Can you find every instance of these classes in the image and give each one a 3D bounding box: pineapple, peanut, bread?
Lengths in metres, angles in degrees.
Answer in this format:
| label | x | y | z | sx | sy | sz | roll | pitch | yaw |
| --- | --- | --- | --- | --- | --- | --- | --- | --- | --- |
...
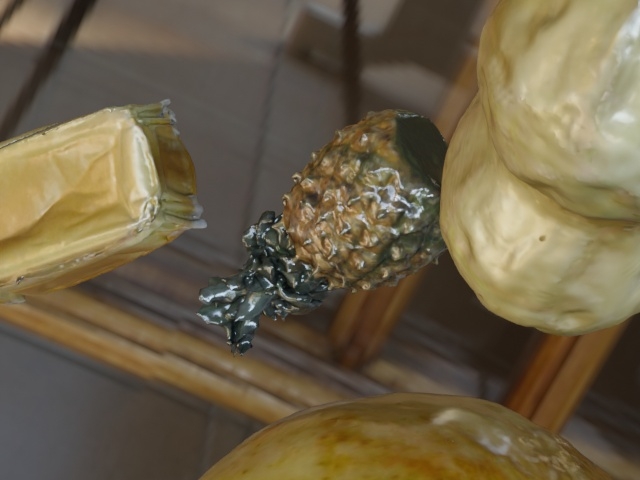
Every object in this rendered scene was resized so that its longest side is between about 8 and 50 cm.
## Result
| label | x | y | z | sx | sy | sz | roll | pitch | yaw |
| --- | --- | --- | --- | --- | --- | --- | --- | --- | --- |
| pineapple | 0.000 | 0.000 | 1.225 | 0.108 | 0.197 | 0.108 | 40 | 30 | -29 |
| peanut | 0.096 | -0.034 | 0.656 | 0.101 | 0.117 | 0.263 | 11 | -17 | 1 |
| bread | -0.231 | -0.032 | 1.754 | 0.107 | 0.241 | 0.136 | 10 | 62 | -68 |

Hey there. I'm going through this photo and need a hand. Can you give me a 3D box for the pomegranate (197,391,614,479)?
| label | x | y | z | sx | sy | sz | roll | pitch | yaw |
| --- | --- | --- | --- | --- | --- | --- | --- | --- | --- |
| pomegranate | 0.046 | 0.252 | 1.083 | 0.338 | 0.338 | 0.338 | 21 | 27 | -11 |
